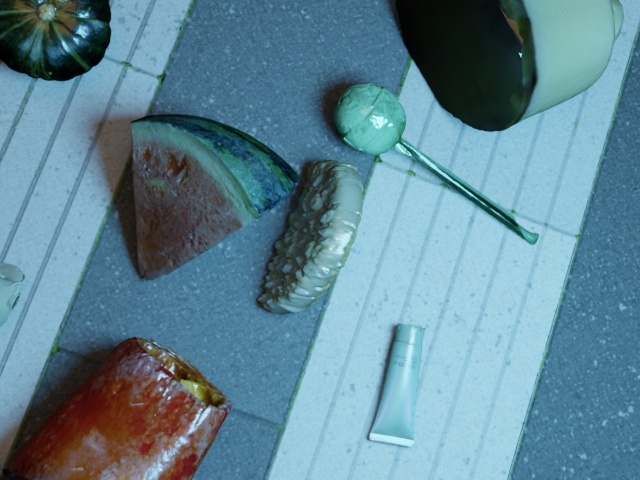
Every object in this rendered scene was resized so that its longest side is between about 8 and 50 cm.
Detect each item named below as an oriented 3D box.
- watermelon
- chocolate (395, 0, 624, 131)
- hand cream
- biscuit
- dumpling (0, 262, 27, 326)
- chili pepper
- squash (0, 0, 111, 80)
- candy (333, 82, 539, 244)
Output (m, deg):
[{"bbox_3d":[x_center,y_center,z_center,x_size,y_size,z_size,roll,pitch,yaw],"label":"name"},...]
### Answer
[{"bbox_3d":[-0.200,-0.079,1.609,0.283,0.250,0.292,27,74,1],"label":"watermelon"},{"bbox_3d":[0.341,-0.379,1.732,0.297,0.314,0.326,-31,83,-22],"label":"chocolate"},{"bbox_3d":[0.137,0.243,1.708,0.078,0.050,0.204,11,82,-7],"label":"hand cream"},{"bbox_3d":[0.000,0.000,1.674,0.084,0.179,0.281,25,84,-26],"label":"biscuit"},{"bbox_3d":[-0.565,0.094,1.586,0.136,0.118,0.199,32,48,12],"label":"dumpling"},{"bbox_3d":[-0.290,0.297,1.529,0.305,0.251,0.229,-56,130,-14],"label":"chili pepper"},{"bbox_3d":[-0.448,-0.365,1.653,0.218,0.172,0.218,2,83,-16],"label":"squash"},{"bbox_3d":[0.208,-0.120,1.771,0.440,0.119,0.119,36,76,-10],"label":"candy"}]
